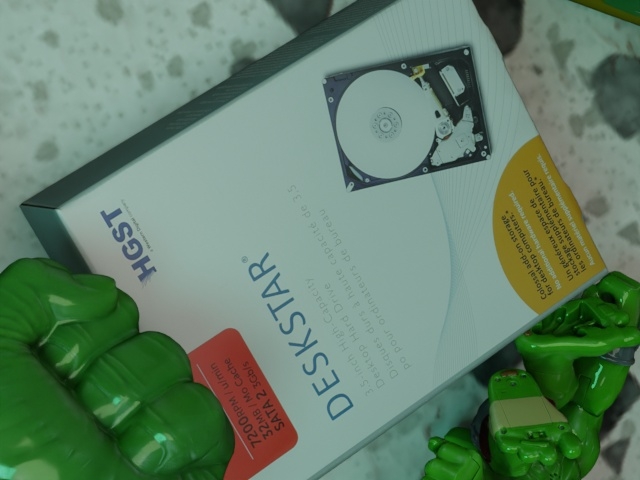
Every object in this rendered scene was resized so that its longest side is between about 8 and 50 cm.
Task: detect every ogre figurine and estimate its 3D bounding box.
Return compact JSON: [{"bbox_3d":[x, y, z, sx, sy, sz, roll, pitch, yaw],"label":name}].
[{"bbox_3d":[0.111,0.106,0.810,0.097,0.197,0.118,11,129,11],"label":"ogre figurine"}]

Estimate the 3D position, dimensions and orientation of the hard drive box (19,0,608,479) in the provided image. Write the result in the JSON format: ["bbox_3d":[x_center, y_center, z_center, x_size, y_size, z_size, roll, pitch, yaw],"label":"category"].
[{"bbox_3d":[0.000,0.000,0.777,0.232,0.089,0.181,-34,104,-17],"label":"hard drive box"}]

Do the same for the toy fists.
[{"bbox_3d":[-0.169,0.051,0.641,0.279,0.096,0.142,23,45,2],"label":"toy fists"}]

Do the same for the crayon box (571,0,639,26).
[{"bbox_3d":[0.326,-0.132,0.780,0.363,0.313,0.106,16,90,-23],"label":"crayon box"}]
